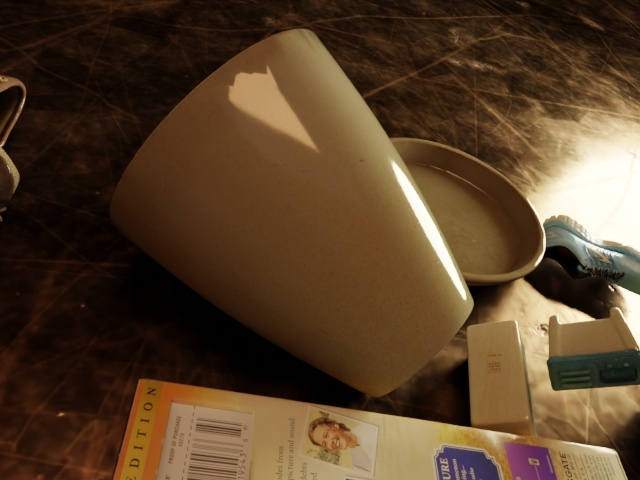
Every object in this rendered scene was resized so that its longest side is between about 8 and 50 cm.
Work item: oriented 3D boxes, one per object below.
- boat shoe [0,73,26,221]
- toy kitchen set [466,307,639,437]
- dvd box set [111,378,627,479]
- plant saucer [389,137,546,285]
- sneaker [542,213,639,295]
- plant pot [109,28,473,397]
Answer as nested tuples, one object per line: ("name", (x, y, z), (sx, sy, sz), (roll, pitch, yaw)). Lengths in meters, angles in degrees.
("boat shoe", (-0.350, -0.069, 0.558), (0.123, 0.123, 0.342), (4, 37, -16))
("toy kitchen set", (0.266, 0.170, 0.589), (0.207, 0.166, 0.122), (-11, 36, 20))
("dvd box set", (0.054, 0.266, 0.399), (0.420, 0.062, 0.308), (11, 42, -11))
("plant saucer", (0.160, -0.039, 0.787), (0.277, 0.041, 0.278), (12, 41, -10))
("sneaker", (0.358, 0.034, 0.785), (0.162, 0.063, 0.073), (29, 57, 18))
("plant pot", (0.000, 0.000, 0.554), (0.274, 0.256, 0.256), (46, 45, 3))
